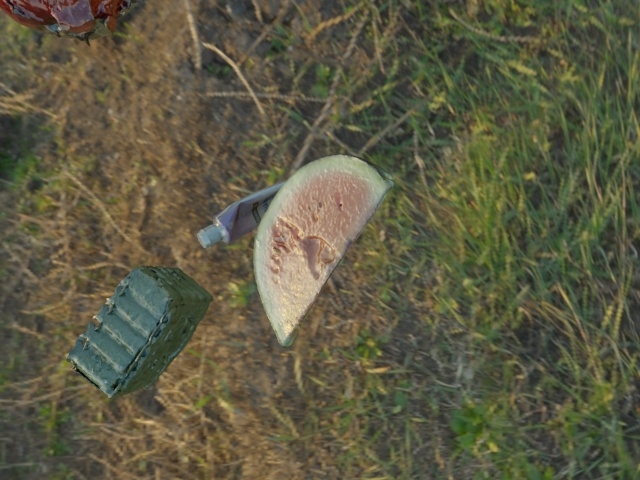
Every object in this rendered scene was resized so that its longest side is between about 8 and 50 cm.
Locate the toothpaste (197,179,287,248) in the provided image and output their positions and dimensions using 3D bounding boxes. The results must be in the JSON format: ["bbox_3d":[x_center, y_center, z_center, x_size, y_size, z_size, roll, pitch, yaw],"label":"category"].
[{"bbox_3d":[-0.070,-0.069,1.667,0.301,0.075,0.048,-30,76,-21],"label":"toothpaste"}]

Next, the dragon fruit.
[{"bbox_3d":[-0.409,-0.471,1.536,0.277,0.277,0.343,5,98,21],"label":"dragon fruit"}]

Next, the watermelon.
[{"bbox_3d":[0.012,-0.004,1.478,0.159,0.128,0.303,48,117,33],"label":"watermelon"}]

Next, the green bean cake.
[{"bbox_3d":[-0.330,0.171,1.908,0.132,0.255,0.241,35,93,13],"label":"green bean cake"}]
